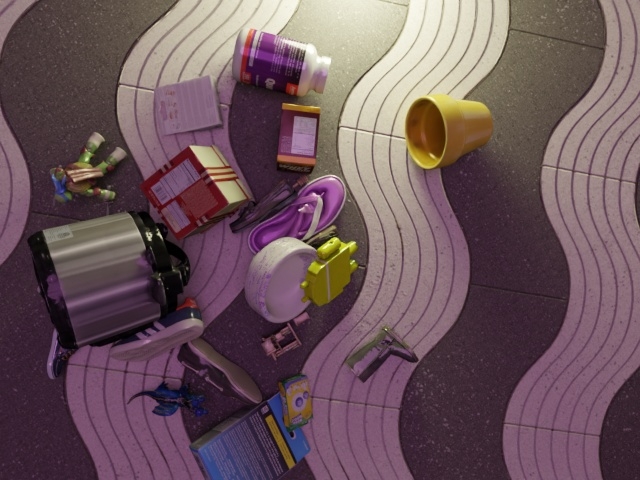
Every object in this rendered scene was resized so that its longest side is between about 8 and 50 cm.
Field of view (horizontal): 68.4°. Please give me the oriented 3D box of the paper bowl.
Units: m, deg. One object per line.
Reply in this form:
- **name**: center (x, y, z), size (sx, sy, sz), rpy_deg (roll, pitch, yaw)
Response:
- **paper bowl**: center (-0.137, 0.125, 1.600), size (0.148, 0.284, 0.284), rpy_deg (28, 85, 35)

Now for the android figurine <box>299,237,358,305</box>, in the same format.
- **android figurine**: center (0.031, 0.116, 1.625), size (0.273, 0.056, 0.248), rpy_deg (-36, 138, -33)

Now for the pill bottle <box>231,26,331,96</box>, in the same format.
- **pill bottle**: center (-0.134, -0.611, 1.641), size (0.323, 0.181, 0.181), rpy_deg (13, 88, -5)

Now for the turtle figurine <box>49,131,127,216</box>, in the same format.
- **turtle figurine**: center (-0.797, -0.213, 1.609), size (0.198, 0.274, 0.266), rpy_deg (21, 66, 17)

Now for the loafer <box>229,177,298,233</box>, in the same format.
- **loafer**: center (-0.212, -0.124, 1.655), size (0.268, 0.096, 0.084), rpy_deg (-31, 110, -2)

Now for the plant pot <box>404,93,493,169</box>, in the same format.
- **plant pot**: center (0.467, -0.396, 1.677), size (0.239, 0.254, 0.253), rpy_deg (-13, 90, -20)

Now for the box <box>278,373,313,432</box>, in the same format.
- **box**: center (-0.085, 0.578, 1.667), size (0.105, 0.043, 0.179), rpy_deg (-9, 92, -41)

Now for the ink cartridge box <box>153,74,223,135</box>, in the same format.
- **ink cartridge box**: center (-0.470, -0.476, 1.682), size (0.225, 0.056, 0.180), rpy_deg (-10, 90, 13)

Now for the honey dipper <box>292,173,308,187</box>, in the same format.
- **honey dipper**: center (-0.114, -0.182, 1.712), size (0.161, 0.030, 0.030), rpy_deg (-37, 92, -2)

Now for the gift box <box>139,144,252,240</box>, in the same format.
- **gift box**: center (-0.422, -0.162, 1.573), size (0.276, 0.258, 0.255), rpy_deg (-29, 94, 14)

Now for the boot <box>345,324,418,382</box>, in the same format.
- **boot**: center (0.223, 0.437, 1.708), size (0.190, 0.076, 0.208), rpy_deg (42, 78, 11)

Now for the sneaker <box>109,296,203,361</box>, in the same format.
- **sneaker**: center (-0.564, 0.302, 1.622), size (0.350, 0.131, 0.148), rpy_deg (-21, 56, 7)

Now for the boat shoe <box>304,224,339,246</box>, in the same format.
- **boat shoe**: center (0.000, 0.000, 1.704), size (0.152, 0.056, 0.049), rpy_deg (-34, 87, -5)

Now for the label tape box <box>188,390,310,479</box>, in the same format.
- **label tape box**: center (-0.235, 0.716, 1.621), size (0.348, 0.115, 0.249), rpy_deg (-27, 91, -38)

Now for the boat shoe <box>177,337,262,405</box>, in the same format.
- **boat shoe**: center (-0.352, 0.470, 1.642), size (0.335, 0.112, 0.095), rpy_deg (40, 103, 2)

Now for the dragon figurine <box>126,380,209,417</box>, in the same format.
- **dragon figurine**: center (-0.518, 0.539, 1.597), size (0.289, 0.144, 0.085), rpy_deg (6, 88, -6)

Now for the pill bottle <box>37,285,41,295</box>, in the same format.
- **pill bottle**: center (-0.833, 0.207, 1.586), size (0.118, 0.117, 0.208), rpy_deg (-41, 93, -5)

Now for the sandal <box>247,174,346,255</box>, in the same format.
- **sandal**: center (-0.072, -0.076, 1.675), size (0.416, 0.102, 0.169), rpy_deg (-39, 93, -5)

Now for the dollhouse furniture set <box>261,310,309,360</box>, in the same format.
- **dollhouse furniture set**: center (-0.101, 0.341, 1.634), size (0.182, 0.161, 0.101), rpy_deg (-30, 92, -5)

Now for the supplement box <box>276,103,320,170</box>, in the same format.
- **supplement box**: center (-0.080, -0.345, 1.635), size (0.129, 0.191, 0.194), rpy_deg (6, 88, -5)

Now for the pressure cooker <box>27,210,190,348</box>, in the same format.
- **pressure cooker**: center (-0.619, 0.102, 1.444), size (0.421, 0.375, 0.369), rpy_deg (-19, 72, -31)

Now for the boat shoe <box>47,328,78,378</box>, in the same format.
- **boat shoe**: center (-0.869, 0.383, 1.605), size (0.083, 0.065, 0.183), rpy_deg (7, 87, -4)
